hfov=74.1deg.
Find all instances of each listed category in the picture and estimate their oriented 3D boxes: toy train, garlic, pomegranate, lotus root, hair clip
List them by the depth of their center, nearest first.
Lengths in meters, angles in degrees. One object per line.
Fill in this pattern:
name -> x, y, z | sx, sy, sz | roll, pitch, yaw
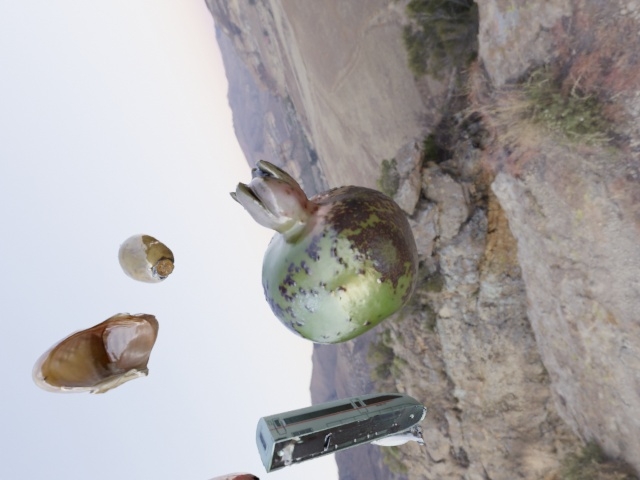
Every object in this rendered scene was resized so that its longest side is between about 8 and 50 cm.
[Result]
garlic -> -0.314, 0.160, 0.612 | 0.124, 0.174, 0.099 | -16, 86, 52
pomegranate -> 0.000, 0.000, 0.719 | 0.341, 0.285, 0.285 | 48, -173, -22
toy train -> 0.060, 0.401, 0.943 | 0.088, 0.406, 0.087 | 40, 123, 53
lotus root -> -0.483, 0.046, 1.149 | 0.220, 0.125, 0.118 | 15, 154, 30
hair clip -> 0.208, 0.560, 1.206 | 0.116, 0.172, 0.049 | 52, -153, -35

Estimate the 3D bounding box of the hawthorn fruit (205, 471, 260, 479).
hawthorn fruit -> -0.218, 0.611, 0.842 | 0.276, 0.307, 0.276 | -179, 90, -84
